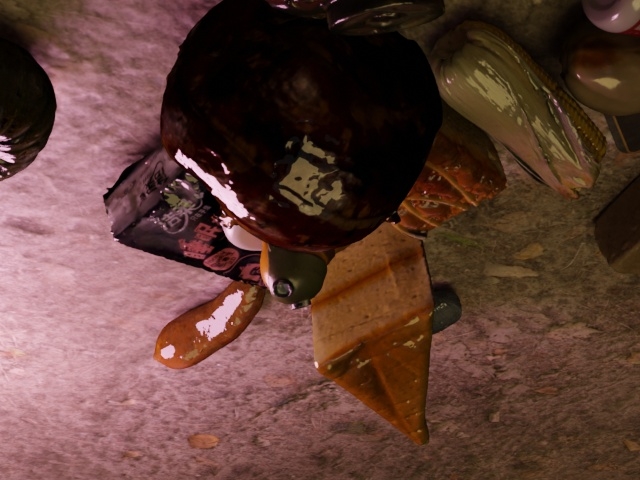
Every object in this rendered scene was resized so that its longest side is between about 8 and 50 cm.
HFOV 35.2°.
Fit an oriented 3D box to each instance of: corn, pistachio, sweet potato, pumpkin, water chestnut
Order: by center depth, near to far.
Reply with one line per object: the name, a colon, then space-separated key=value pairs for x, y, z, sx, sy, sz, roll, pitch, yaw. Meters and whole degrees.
pumpkin: x=-0.424 y=-0.152 z=1.189 sx=0.223 sy=0.157 sz=0.224 roll=-16 pitch=156 yaw=-7
water chestnut: x=-0.046 y=-0.126 z=1.191 sx=0.335 sy=0.335 sz=0.347 roll=18 pitch=135 yaw=-38
pistachio: x=0.409 y=-0.235 z=1.355 sx=0.215 sy=0.144 sz=0.144 roll=-3 pitch=147 yaw=-33
corn: x=0.272 y=-0.172 z=1.364 sx=0.305 sy=0.122 sz=0.123 roll=37 pitch=120 yaw=-24
sweet potato: x=-0.175 y=0.133 z=1.756 sx=0.291 sy=0.097 sz=0.097 roll=-38 pitch=139 yaw=21

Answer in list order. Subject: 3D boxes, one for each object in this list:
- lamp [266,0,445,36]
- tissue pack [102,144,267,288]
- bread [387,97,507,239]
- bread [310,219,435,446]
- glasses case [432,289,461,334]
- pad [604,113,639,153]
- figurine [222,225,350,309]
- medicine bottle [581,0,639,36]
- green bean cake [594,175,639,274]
lamp: x=0.044 y=-0.334 z=0.972 sx=0.303 sy=0.257 sz=0.303 roll=-8 pitch=177 yaw=0
tissue pack: x=-0.118 y=-0.058 z=1.465 sx=0.245 sy=0.123 sz=0.332 roll=-40 pitch=141 yaw=26
bread: x=0.125 y=-0.120 z=1.458 sx=0.184 sy=0.114 sz=0.274 roll=-32 pitch=140 yaw=26
bread: x=0.155 y=0.171 z=1.729 sx=0.244 sy=0.233 sz=0.362 roll=-28 pitch=132 yaw=19
glasses case: x=0.132 y=0.163 z=1.914 sx=0.282 sy=0.067 sz=0.109 roll=-20 pitch=148 yaw=9
pad: x=0.624 y=-0.221 z=1.517 sx=0.375 sy=0.063 sz=0.315 roll=-24 pitch=145 yaw=17
figurine: x=0.000 y=0.000 z=1.364 sx=0.249 sy=0.141 sz=0.166 roll=-23 pitch=145 yaw=9
medicine bottle: x=0.460 y=-0.314 z=1.263 sx=0.250 sy=0.131 sz=0.131 roll=3 pitch=143 yaw=-21
green bean cake: x=0.558 y=-0.032 z=1.729 sx=0.085 sy=0.109 sz=0.179 roll=7 pitch=142 yaw=-27
